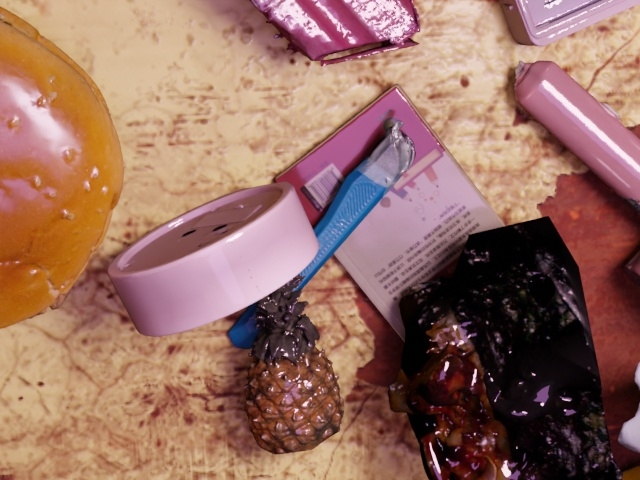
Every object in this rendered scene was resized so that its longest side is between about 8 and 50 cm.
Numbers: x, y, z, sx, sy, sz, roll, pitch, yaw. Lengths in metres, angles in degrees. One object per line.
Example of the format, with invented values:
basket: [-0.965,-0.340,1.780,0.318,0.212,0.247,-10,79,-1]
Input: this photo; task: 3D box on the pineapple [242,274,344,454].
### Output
pineapple: [-0.037,0.119,1.336,0.108,0.108,0.198,-12,109,-5]

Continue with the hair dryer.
hair dryer: [0.348,-0.083,1.357,0.352,0.125,0.210,41,93,-7]

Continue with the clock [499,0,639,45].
clock: [0.235,-0.309,1.314,0.150,0.063,0.197,-24,104,-3]

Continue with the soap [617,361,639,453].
soap: [0.427,0.185,1.353,0.173,0.289,0.095,14,90,26]

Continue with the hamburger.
hamburger: [-0.338,-0.068,1.232,0.314,0.170,0.290,37,101,-15]

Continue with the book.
book: [0.085,-0.025,1.371,0.162,0.022,0.232,-38,105,5]

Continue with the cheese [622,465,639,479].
cheese: [0.309,0.312,1.438,0.250,0.064,0.156,-24,70,-12]

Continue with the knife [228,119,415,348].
knife: [0.000,-0.001,1.347,0.044,0.026,0.296,36,105,-18]

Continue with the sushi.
sushi: [0.177,0.145,1.330,0.212,0.215,0.227,-12,135,7]

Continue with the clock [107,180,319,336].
clock: [-0.103,0.016,1.264,0.197,0.197,0.068,-25,104,-2]

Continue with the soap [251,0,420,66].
soap: [-0.010,-0.291,1.258,0.182,0.112,0.289,-44,103,3]
